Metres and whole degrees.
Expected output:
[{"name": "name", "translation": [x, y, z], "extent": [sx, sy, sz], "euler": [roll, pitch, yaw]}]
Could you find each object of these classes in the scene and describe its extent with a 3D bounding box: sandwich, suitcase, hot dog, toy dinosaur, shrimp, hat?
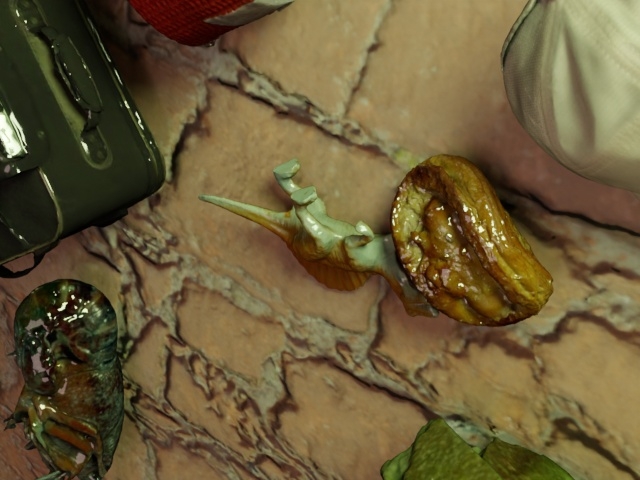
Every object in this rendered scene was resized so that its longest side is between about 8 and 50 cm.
[{"name": "sandwich", "translation": [0.194, 0.296, 0.651], "extent": [0.250, 0.162, 0.301], "euler": [41, 156, 53]}, {"name": "suitcase", "translation": [-0.362, -0.093, 0.802], "extent": [0.434, 0.194, 0.283], "euler": [-17, 102, 39]}, {"name": "hot dog", "translation": [0.113, 0.004, 0.609], "extent": [0.099, 0.065, 0.147], "euler": [-28, 97, 48]}, {"name": "toy dinosaur", "translation": [0.001, 0.000, 0.704], "extent": [0.212, 0.057, 0.142], "euler": [8, 137, 44]}, {"name": "shrimp", "translation": [-0.314, 0.199, 0.974], "extent": [0.172, 0.137, 0.372], "euler": [53, 135, 52]}, {"name": "hat", "translation": [0.227, -0.060, 0.452], "extent": [0.219, 0.164, 0.226], "euler": [-48, 61, 41]}]

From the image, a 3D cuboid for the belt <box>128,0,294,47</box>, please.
[{"name": "belt", "translation": [-0.087, -0.251, 0.577], "extent": [0.124, 0.128, 0.200], "euler": [-11, 105, 39]}]
